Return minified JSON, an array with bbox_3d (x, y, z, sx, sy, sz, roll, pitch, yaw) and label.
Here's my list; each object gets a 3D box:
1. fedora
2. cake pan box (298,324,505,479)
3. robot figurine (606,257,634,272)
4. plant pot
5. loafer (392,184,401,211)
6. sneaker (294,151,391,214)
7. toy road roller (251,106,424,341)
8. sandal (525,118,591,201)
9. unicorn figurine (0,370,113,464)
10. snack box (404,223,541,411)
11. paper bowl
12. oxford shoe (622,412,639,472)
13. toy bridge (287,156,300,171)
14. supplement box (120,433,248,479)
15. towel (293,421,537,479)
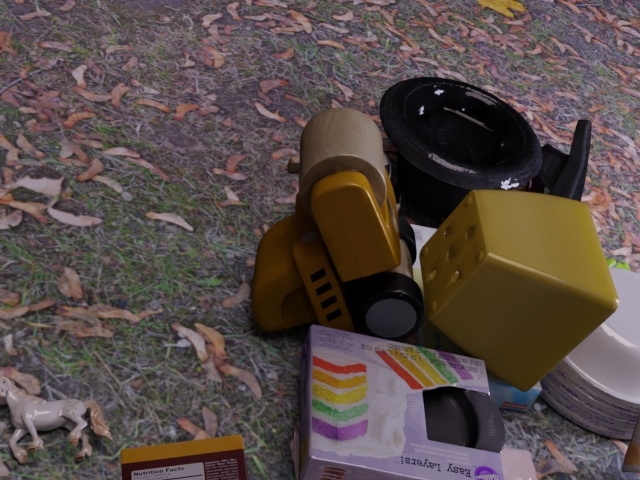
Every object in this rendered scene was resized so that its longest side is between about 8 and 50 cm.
[{"bbox_3d":[0.228,-0.149,1.865,0.334,0.152,0.334,14,37,-11],"label":"fedora"},{"bbox_3d":[0.104,0.235,1.364,0.267,0.070,0.246,14,38,-8],"label":"cake pan box"},{"bbox_3d":[0.510,0.076,1.807,0.115,0.067,0.101,37,50,18],"label":"robot figurine"},{"bbox_3d":[0.259,0.049,1.485,0.187,0.212,0.212,22,39,-21],"label":"plant pot"},{"bbox_3d":[0.102,-0.045,1.769,0.056,0.050,0.148,20,39,-3],"label":"loafer"},{"bbox_3d":[0.045,-0.110,1.683,0.094,0.153,0.235,37,54,22],"label":"sneaker"},{"bbox_3d":[0.000,0.000,1.482,0.240,0.329,0.202,-14,34,10],"label":"toy road roller"},{"bbox_3d":[0.411,-0.093,1.890,0.107,0.167,0.446,13,37,17],"label":"sandal"},{"bbox_3d":[-0.340,0.214,1.278,0.162,0.060,0.111,16,36,-34],"label":"unicorn figurine"},{"bbox_3d":[0.218,0.112,1.637,0.187,0.060,0.322,11,41,-14],"label":"snack box"},{"bbox_3d":[0.458,0.155,1.635,0.284,0.148,0.284,14,40,-12],"label":"paper bowl"},{"bbox_3d":[0.594,0.406,1.439,0.449,0.169,0.130,42,84,11],"label":"oxford shoe"},{"bbox_3d":[0.006,-0.071,1.774,0.063,0.026,0.188,-4,47,-29],"label":"toy bridge"},{"bbox_3d":[-0.131,0.341,1.099,0.129,0.191,0.194,-6,45,-8],"label":"supplement box"},{"bbox_3d":[0.134,0.365,1.307,0.331,0.053,0.317,11,37,-12],"label":"towel"}]
